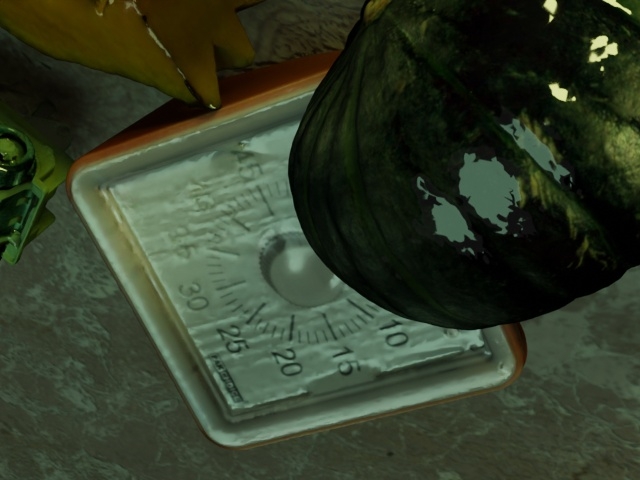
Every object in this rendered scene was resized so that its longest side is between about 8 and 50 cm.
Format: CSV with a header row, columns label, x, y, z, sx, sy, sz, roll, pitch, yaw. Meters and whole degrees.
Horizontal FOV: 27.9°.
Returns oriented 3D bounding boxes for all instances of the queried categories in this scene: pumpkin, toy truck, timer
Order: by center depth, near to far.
label,x,y,z,sx,sy,sz,roll,pitch,yaw
pumpkin,0.103,-0.062,0.687,0.250,0.250,0.216,-13,129,35
pumpkin,-0.150,-0.204,0.847,0.149,0.130,0.254,-13,121,43
timer,0.000,0.000,0.911,0.250,0.161,0.257,-9,118,35
toy truck,-0.306,-0.108,1.011,0.259,0.135,0.128,36,136,1
